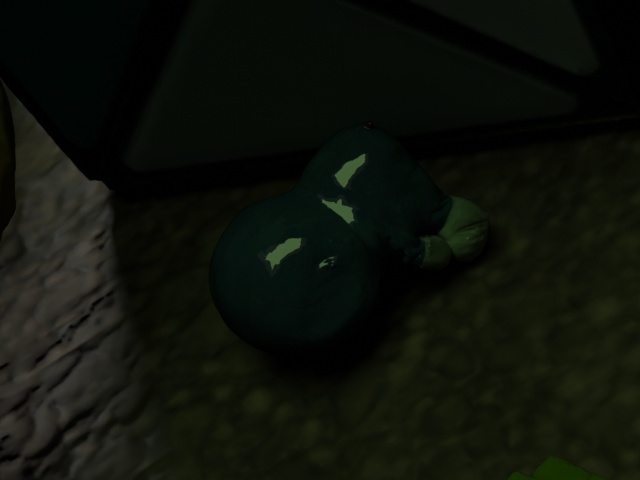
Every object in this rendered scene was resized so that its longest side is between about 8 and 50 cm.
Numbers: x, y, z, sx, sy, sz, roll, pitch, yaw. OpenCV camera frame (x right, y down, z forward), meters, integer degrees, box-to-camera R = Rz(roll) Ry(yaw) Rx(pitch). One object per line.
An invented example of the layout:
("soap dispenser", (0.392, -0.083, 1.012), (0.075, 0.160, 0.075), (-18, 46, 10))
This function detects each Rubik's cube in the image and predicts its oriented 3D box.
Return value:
("Rubik's cube", (-0.007, -0.188, 0.631), (0.246, 0.248, 0.250), (-7, 47, 30))

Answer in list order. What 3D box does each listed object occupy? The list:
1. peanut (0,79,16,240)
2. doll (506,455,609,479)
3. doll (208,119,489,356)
("peanut", (-0.172, 0.028, 0.596), (0.197, 0.110, 0.233), (2, 84, 43))
("doll", (0.006, 0.121, 0.408), (0.186, 0.106, 0.134), (-29, 34, 6))
("doll", (0.000, 0.000, 0.588), (0.083, 0.050, 0.076), (-46, 36, -13))
